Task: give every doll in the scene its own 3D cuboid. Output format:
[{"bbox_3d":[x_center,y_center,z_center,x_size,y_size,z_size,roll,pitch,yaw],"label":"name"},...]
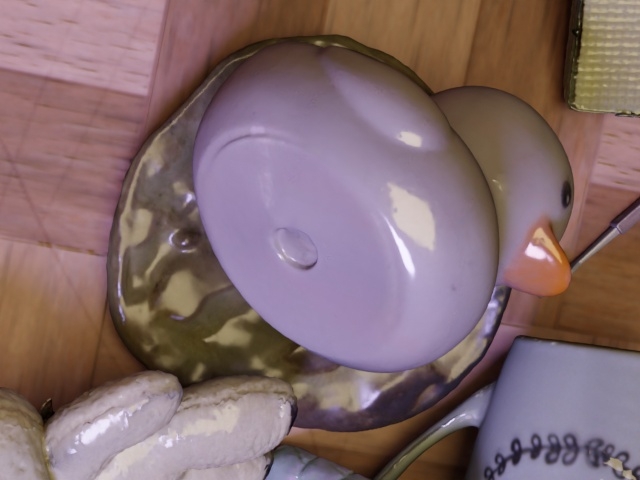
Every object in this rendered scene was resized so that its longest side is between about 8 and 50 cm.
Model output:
[{"bbox_3d":[-0.156,0.144,1.261,0.278,0.149,0.175,-8,115,-25],"label":"doll"},{"bbox_3d":[0.051,-0.037,1.227,0.251,0.221,0.221,36,87,14],"label":"doll"}]

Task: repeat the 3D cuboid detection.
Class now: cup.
[{"bbox_3d":[0.148,0.185,1.343,0.258,0.186,0.234,6,88,11],"label":"cup"}]

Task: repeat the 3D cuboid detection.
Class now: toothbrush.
[{"bbox_3d":[0.231,-0.023,1.401,0.194,0.014,0.017,-38,105,-7],"label":"toothbrush"}]

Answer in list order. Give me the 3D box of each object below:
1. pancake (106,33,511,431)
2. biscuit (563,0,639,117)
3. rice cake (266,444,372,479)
[{"bbox_3d":[0.000,0.000,1.324,0.294,0.049,0.294,-2,98,-11],"label":"pancake"},{"bbox_3d":[0.237,-0.183,1.335,0.121,0.040,0.199,2,115,-5],"label":"biscuit"},{"bbox_3d":[0.031,0.260,1.313,0.037,0.189,0.198,-12,111,-42],"label":"rice cake"}]
